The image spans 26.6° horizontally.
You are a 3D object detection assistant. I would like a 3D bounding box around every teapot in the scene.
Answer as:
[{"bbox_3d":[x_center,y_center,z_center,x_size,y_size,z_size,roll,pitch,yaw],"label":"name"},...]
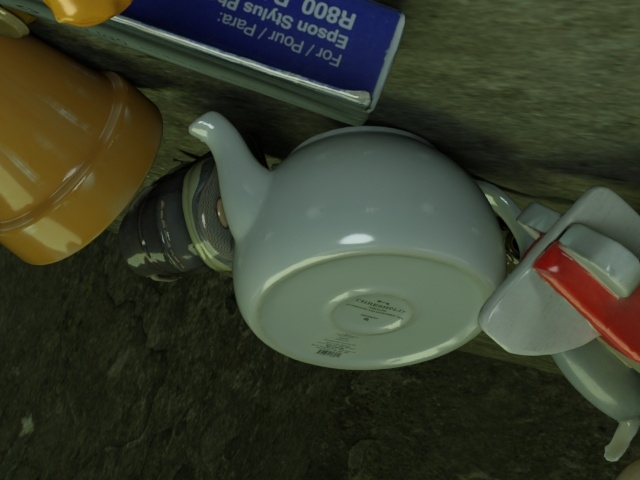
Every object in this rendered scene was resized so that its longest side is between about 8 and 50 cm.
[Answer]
[{"bbox_3d":[0.045,-0.014,1.191,0.252,0.187,0.256,-12,145,15],"label":"teapot"}]

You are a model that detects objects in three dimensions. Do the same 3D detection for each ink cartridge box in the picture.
[{"bbox_3d":[-0.114,-0.150,0.775,0.324,0.071,0.330,19,-178,-1],"label":"ink cartridge box"}]

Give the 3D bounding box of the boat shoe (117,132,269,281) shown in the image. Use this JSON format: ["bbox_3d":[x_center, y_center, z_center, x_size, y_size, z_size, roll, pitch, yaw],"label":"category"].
[{"bbox_3d":[-0.121,-0.033,1.372,0.130,0.132,0.355,-14,-179,8],"label":"boat shoe"}]

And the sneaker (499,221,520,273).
[{"bbox_3d":[0.187,0.000,1.454,0.188,0.066,0.071,12,156,11],"label":"sneaker"}]

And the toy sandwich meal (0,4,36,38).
[{"bbox_3d":[-0.284,-0.203,1.177,0.085,0.029,0.085,21,170,4],"label":"toy sandwich meal"}]

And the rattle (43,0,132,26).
[{"bbox_3d":[-0.119,-0.158,0.636,0.130,0.142,0.200,0,-179,-40],"label":"rattle"}]

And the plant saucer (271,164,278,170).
[{"bbox_3d":[-0.005,-0.059,1.602,0.119,0.021,0.119,19,174,2],"label":"plant saucer"}]

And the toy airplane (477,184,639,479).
[{"bbox_3d":[0.294,0.126,1.091,0.384,0.272,0.386,26,-171,29],"label":"toy airplane"}]

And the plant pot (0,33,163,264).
[{"bbox_3d":[-0.290,-0.112,1.308,0.188,0.205,0.205,42,161,-34],"label":"plant pot"}]

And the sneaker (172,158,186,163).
[{"bbox_3d":[-0.107,-0.061,1.740,0.170,0.051,0.089,21,179,12],"label":"sneaker"}]
